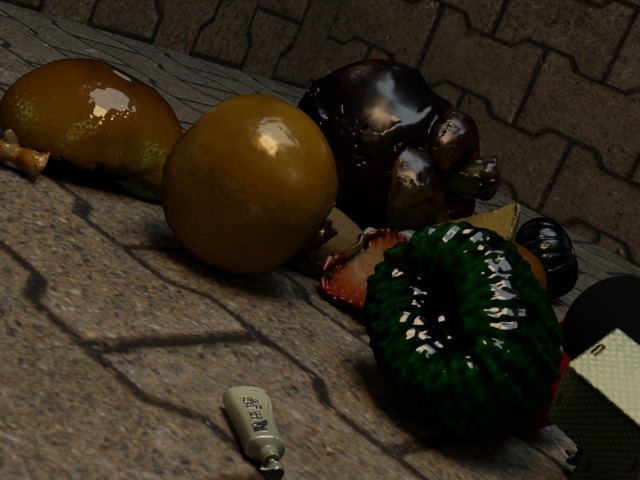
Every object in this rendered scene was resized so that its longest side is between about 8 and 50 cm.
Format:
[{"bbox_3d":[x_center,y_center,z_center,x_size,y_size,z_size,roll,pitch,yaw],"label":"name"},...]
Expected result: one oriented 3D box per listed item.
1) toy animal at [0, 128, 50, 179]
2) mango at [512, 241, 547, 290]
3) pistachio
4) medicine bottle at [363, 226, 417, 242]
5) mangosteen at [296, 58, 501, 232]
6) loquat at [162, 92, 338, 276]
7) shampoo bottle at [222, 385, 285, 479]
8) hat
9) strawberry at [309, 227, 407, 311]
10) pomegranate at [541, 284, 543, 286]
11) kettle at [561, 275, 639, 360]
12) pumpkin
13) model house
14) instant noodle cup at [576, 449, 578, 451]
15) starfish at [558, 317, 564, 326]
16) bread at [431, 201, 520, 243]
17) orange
[{"bbox_3d":[-0.455,-0.127,1.453,0.083,0.060,0.081,28,10,-22],"label":"toy animal"},{"bbox_3d":[0.342,0.058,1.935,0.175,0.139,0.254,31,1,-26],"label":"mango"},{"bbox_3d":[0.000,0.000,1.613,0.185,0.126,0.108,31,-18,-8],"label":"pistachio"},{"bbox_3d":[0.150,0.045,1.686,0.183,0.119,0.069,27,18,17],"label":"medicine bottle"},{"bbox_3d":[0.124,-0.151,1.915,0.421,0.381,0.381,46,23,27],"label":"mangosteen"},{"bbox_3d":[-0.092,-0.078,1.424,0.275,0.275,0.275,23,14,-6],"label":"loquat"},{"bbox_3d":[-0.059,0.191,0.959,0.049,0.034,0.141,24,14,-26],"label":"shampoo bottle"},{"bbox_3d":[0.216,0.151,1.276,0.332,0.242,0.274,40,36,-42],"label":"hat"},{"bbox_3d":[0.095,0.074,1.506,0.208,0.167,0.087,47,-13,48],"label":"strawberry"},{"bbox_3d":[0.319,0.094,1.746,0.161,0.122,0.122,-14,0,21],"label":"pomegranate"},{"bbox_3d":[0.549,0.236,1.592,0.203,0.262,0.308,-13,23,-3],"label":"kettle"},{"bbox_3d":[0.518,0.040,2.220,0.150,0.194,0.194,10,7,24],"label":"pumpkin"},{"bbox_3d":[0.366,0.196,1.137,0.206,0.271,0.178,20,21,-51],"label":"model house"},{"bbox_3d":[0.470,0.274,1.293,0.205,0.153,0.205,24,13,-6],"label":"instant noodle cup"},{"bbox_3d":[0.507,0.191,1.853,0.146,0.074,0.190,38,20,27],"label":"starfish"},{"bbox_3d":[0.215,0.033,1.513,0.135,0.178,0.240,26,54,8],"label":"bread"},{"bbox_3d":[-0.357,-0.188,1.628,0.334,0.196,0.262,30,19,-41],"label":"orange"}]
